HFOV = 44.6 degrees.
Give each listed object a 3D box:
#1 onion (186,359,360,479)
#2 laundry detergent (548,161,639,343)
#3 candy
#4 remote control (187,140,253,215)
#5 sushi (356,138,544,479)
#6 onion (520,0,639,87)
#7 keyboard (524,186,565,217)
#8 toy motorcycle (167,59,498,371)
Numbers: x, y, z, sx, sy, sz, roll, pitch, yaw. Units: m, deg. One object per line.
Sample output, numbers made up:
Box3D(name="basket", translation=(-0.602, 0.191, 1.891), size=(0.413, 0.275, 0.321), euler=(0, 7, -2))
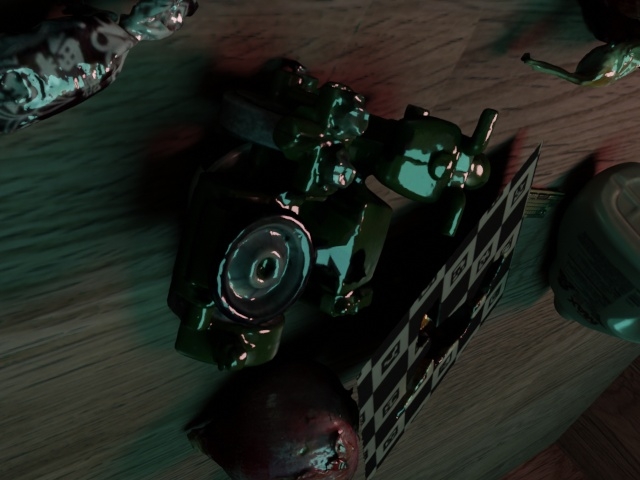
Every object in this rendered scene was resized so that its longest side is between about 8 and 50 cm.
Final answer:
Box3D(name="onion", translation=(-0.052, 0.215, 0.867), size=(0.195, 0.159, 0.159), euler=(-10, 151, 3))
Box3D(name="laundry detergent", translation=(0.447, 0.062, 1.165), size=(0.125, 0.264, 0.398), euler=(-39, 166, -12))
Box3D(name="candy", translation=(-0.144, -0.075, 0.374), size=(0.226, 0.094, 0.051), euler=(-37, 113, -18))
Box3D(name="remote control", translation=(-0.070, 0.017, 0.641), size=(0.097, 0.045, 0.256), euler=(-36, 151, -31))
Box3D(name="sushi", translation=(0.126, 0.087, 0.932), size=(0.343, 0.064, 0.359), euler=(-49, 156, -23))
Box3D(name="onion", translation=(0.382, -0.215, 0.673), size=(0.256, 0.230, 0.272), euler=(-7, 131, -48))
Box3D(name="keyboard", translation=(0.273, -0.047, 1.008), size=(0.129, 0.015, 0.049), euler=(-1, 133, -52))
Box3D(name="toy motorcycle", translation=(0.010, -0.016, 0.551), size=(0.275, 0.127, 0.205), euler=(-1, 112, -52))
